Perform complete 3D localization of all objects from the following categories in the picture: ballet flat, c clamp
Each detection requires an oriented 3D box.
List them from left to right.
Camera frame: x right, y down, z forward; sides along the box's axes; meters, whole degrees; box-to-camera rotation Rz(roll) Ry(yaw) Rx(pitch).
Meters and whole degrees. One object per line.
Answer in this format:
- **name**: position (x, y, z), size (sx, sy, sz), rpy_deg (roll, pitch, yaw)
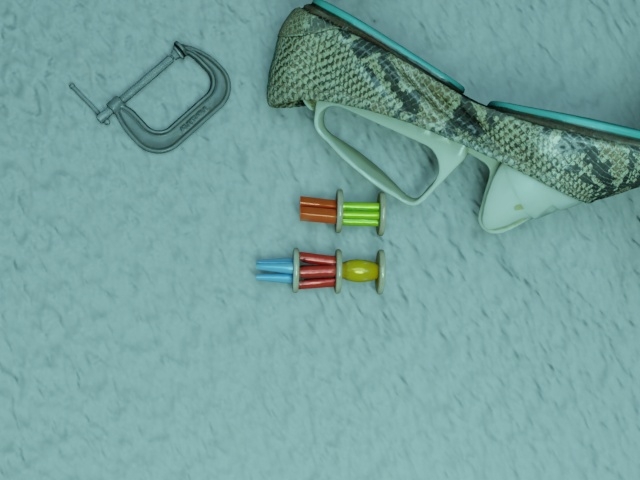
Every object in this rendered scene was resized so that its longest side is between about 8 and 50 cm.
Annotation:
- **c clamp**: position (-0.193, -0.178, 1.398), size (0.160, 0.022, 0.137), rpy_deg (-37, 84, -10)
- **ballet flat**: position (0.160, -0.115, 1.364), size (0.482, 0.164, 0.182), rpy_deg (23, 95, 6)

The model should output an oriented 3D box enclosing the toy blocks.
- **toy blocks**: position (0.000, 0.000, 1.365), size (0.148, 0.054, 0.123), rpy_deg (2, 80, -4)
